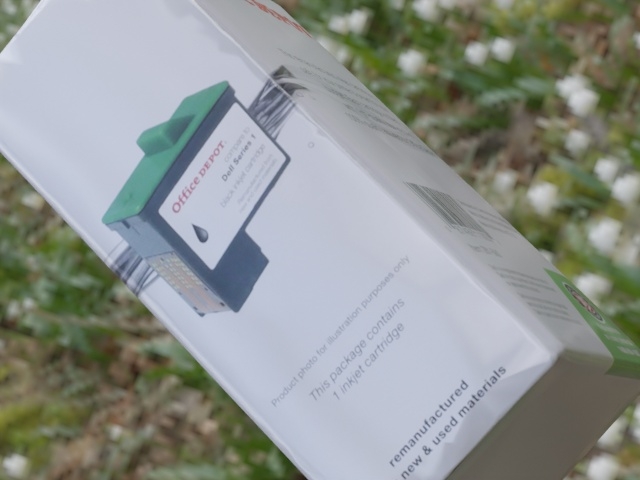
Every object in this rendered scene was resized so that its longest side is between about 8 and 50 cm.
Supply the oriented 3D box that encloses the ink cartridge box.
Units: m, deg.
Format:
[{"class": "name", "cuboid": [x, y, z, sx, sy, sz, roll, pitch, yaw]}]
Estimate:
[{"class": "ink cartridge box", "cuboid": [0.000, 0.000, 0.692, 0.092, 0.219, 0.160, -49, -20, 10]}]
